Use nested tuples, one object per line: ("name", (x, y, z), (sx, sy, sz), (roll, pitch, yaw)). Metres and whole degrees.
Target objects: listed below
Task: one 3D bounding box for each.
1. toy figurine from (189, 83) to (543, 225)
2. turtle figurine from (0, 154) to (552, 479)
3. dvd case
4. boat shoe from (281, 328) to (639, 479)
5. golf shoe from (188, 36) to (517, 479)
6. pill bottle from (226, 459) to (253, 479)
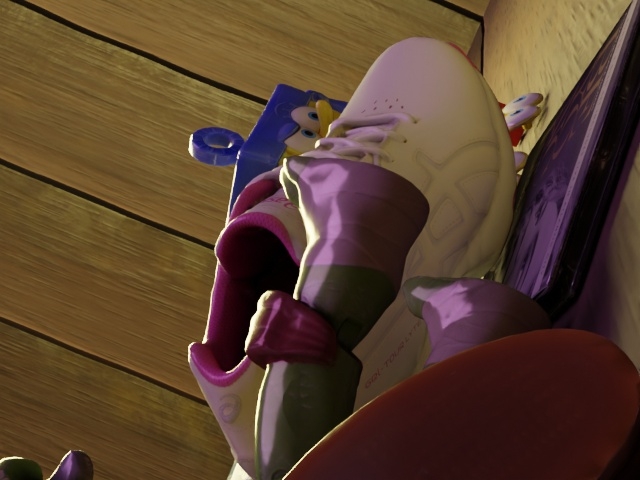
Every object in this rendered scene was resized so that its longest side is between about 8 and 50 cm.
("toy figurine", (0.000, 0.000, 1.010), (0.362, 0.217, 0.191), (-65, -2, -54))
("turtle figurine", (-0.034, 0.116, 0.611), (0.266, 0.198, 0.274), (-63, 2, -23))
("dvd case", (0.114, -0.014, 0.761), (0.221, 0.018, 0.164), (113, 179, -70))
("boat shoe", (0.009, 0.106, 0.422), (0.207, 0.073, 0.073), (-35, 40, 3))
("golf shoe", (0.020, -0.008, 0.769), (0.140, 0.115, 0.306), (51, -138, -39))
("pill bottle", (-0.042, 0.252, 1.274), (0.108, 0.108, 0.180), (112, 180, -63))
